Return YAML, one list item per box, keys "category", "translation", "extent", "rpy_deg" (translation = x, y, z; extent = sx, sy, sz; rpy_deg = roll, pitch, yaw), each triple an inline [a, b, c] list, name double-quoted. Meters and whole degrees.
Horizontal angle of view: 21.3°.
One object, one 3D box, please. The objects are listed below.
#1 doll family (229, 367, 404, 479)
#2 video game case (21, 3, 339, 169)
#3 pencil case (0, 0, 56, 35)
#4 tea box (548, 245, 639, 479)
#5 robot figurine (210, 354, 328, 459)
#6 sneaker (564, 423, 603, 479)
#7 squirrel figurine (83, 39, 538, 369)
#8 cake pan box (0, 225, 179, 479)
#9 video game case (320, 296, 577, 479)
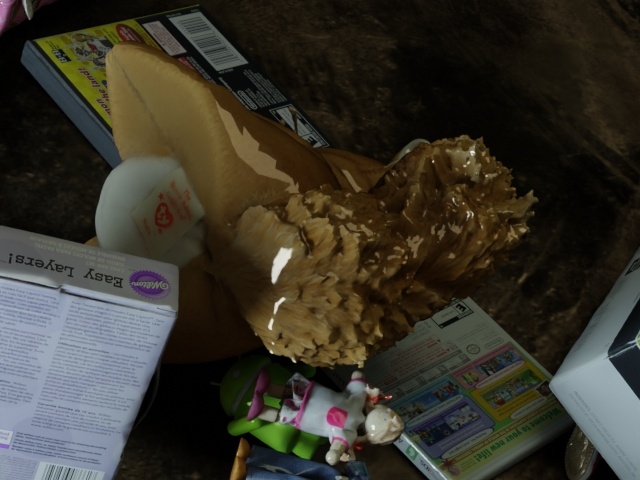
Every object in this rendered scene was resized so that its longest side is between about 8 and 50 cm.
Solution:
- category: "doll family"
  translation: [-0.001, 0.233, 1.452]
  extent: [0.163, 0.118, 0.263]
  rpy_deg: [16, 41, -1]
- category: "video game case"
  translation: [-0.152, -0.147, 1.870]
  extent: [0.248, 0.035, 0.275]
  rpy_deg: [-19, 56, -40]
- category: "pencil case"
  translation: [-0.308, -0.334, 1.907]
  extent: [0.167, 0.160, 0.386]
  rpy_deg: [41, 41, 7]
- category: "tea box"
  translation: [0.452, 0.079, 1.645]
  extent: [0.220, 0.323, 0.329]
  rpy_deg: [52, 40, -7]
- category: "robot figurine"
  translation: [-0.043, 0.151, 1.562]
  extent: [0.115, 0.067, 0.101]
  rpy_deg: [34, 47, 14]
- category: "sneaker"
  translation: [0.283, 0.198, 1.690]
  extent: [0.067, 0.042, 0.118]
  rpy_deg: [36, 57, -27]
- category: "squirrel figurine"
  translation: [0.000, 0.000, 1.586]
  extent: [0.397, 0.281, 0.370]
  rpy_deg: [19, 8, 36]
- category: "cake pan box"
  translation: [-0.261, 0.099, 1.375]
  extent: [0.267, 0.245, 0.070]
  rpy_deg: [12, 41, -13]
- category: "video game case"
  translation: [0.134, 0.148, 1.689]
  extent: [0.212, 0.023, 0.193]
  rpy_deg: [-23, 57, -42]
